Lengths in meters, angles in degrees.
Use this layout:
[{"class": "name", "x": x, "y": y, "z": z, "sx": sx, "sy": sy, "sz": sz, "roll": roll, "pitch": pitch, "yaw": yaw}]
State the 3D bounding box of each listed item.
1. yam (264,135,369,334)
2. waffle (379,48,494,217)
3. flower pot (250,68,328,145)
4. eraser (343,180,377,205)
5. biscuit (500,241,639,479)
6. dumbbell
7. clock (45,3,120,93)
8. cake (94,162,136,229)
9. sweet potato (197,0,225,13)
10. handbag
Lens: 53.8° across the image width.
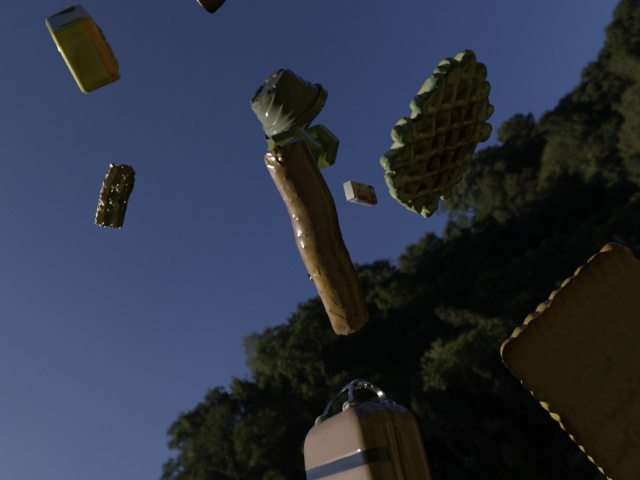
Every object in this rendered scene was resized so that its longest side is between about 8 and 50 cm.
[{"class": "yam", "x": 0.000, "y": 0.000, "z": 0.678, "sx": 0.057, "sy": 0.057, "sz": 0.241, "roll": -35, "pitch": -59, "yaw": -23}, {"class": "waffle", "x": 0.226, "y": -0.191, "z": 1.182, "sx": 0.292, "sy": 0.056, "sz": 0.309, "roll": -56, "pitch": -33, "yaw": -3}, {"class": "flower pot", "x": -0.104, "y": -0.386, "z": 1.767, "sx": 0.140, "sy": 0.235, "sz": 0.235, "roll": 42, "pitch": -96, "yaw": -25}, {"class": "eraser", "x": 0.108, "y": -0.125, "z": 1.691, "sx": 0.029, "sy": 0.052, "sz": 0.122, "roll": -24, "pitch": -18, "yaw": 31}, {"class": "biscuit", "x": 0.312, "y": 0.141, "z": 0.648, "sx": 0.172, "sy": 0.029, "sz": 0.254, "roll": -43, "pitch": -78, "yaw": -2}, {"class": "dumbbell", "x": -0.035, "y": -0.206, "z": 1.456, "sx": 0.108, "sy": 0.121, "sz": 0.302, "roll": -46, "pitch": 0, "yaw": 17}, {"class": "clock", "x": -0.498, "y": -0.404, "z": 1.324, "sx": 0.096, "sy": 0.202, "sz": 0.143, "roll": -31, "pitch": -52, "yaw": -11}, {"class": "cake", "x": -0.341, "y": -0.072, "z": 1.048, "sx": 0.051, "sy": 0.055, "sz": 0.140, "roll": 11, "pitch": -33, "yaw": -21}, {"class": "sweet potato", "x": -0.203, "y": -0.660, "z": 1.539, "sx": 0.286, "sy": 0.085, "sz": 0.112, "roll": -45, "pitch": -31, "yaw": -27}, {"class": "handbag", "x": 0.079, "y": 0.420, "z": 1.262, "sx": 0.149, "sy": 0.283, "sz": 0.302, "roll": 5, "pitch": -27, "yaw": -23}]
